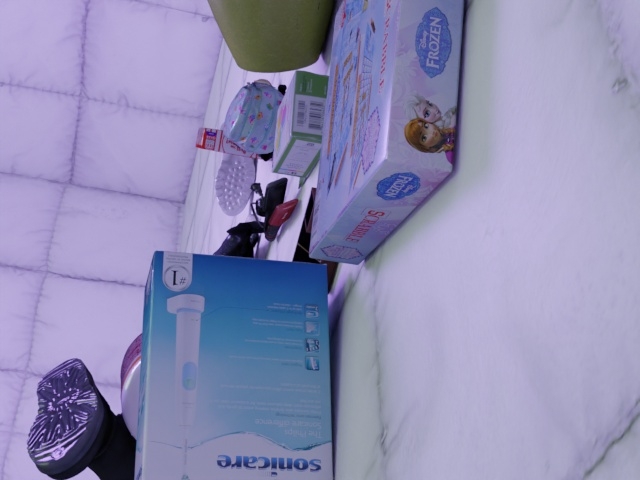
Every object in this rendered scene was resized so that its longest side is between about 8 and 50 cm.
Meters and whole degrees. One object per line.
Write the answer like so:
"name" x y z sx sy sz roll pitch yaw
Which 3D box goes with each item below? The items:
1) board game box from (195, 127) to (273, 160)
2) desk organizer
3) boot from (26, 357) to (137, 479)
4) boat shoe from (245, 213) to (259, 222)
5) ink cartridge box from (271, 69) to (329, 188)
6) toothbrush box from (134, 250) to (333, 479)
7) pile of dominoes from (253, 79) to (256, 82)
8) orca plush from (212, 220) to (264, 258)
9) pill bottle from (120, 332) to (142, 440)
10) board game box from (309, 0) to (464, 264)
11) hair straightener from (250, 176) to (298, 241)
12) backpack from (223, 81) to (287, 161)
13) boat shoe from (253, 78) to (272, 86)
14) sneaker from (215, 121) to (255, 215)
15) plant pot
"board game box" -0.176 -0.198 2.158 0.193 0.146 0.045 -148 68 -79
"desk organizer" 0.000 0.000 1.347 0.047 0.050 0.130 -99 21 -59
"boot" -0.384 0.482 2.060 0.445 0.146 0.367 62 -179 -23
"boat shoe" -0.148 -0.005 2.152 0.035 0.035 0.100 -93 23 -58
"ink cartridge box" -0.034 -0.166 1.629 0.209 0.062 0.109 128 148 -69
"toothbrush box" -0.104 0.176 1.253 0.126 0.216 0.296 118 152 -60
"pile of dominoes" -0.182 -0.270 2.528 0.251 0.040 0.196 -107 29 -68
"orca plush" -0.144 0.047 2.048 0.151 0.102 0.287 -33 -9 -36
"pill bottle" -0.302 0.291 2.191 0.392 0.224 0.224 -154 74 -78
"board game box" 0.067 -0.168 1.106 0.318 0.065 0.319 130 148 -70
"hair straightener" -0.083 -0.062 1.799 0.089 0.047 0.230 64 168 11
"backpack" -0.117 -0.223 1.968 0.182 0.115 0.152 -134 56 -73
"boat shoe" -0.134 -0.286 2.242 0.190 0.068 0.072 114 173 -54
"sneaker" -0.184 -0.155 2.369 0.095 0.090 0.235 86 -173 -66
"plant pot" -0.079 -0.423 1.657 0.275 0.274 0.294 -105 10 -65
